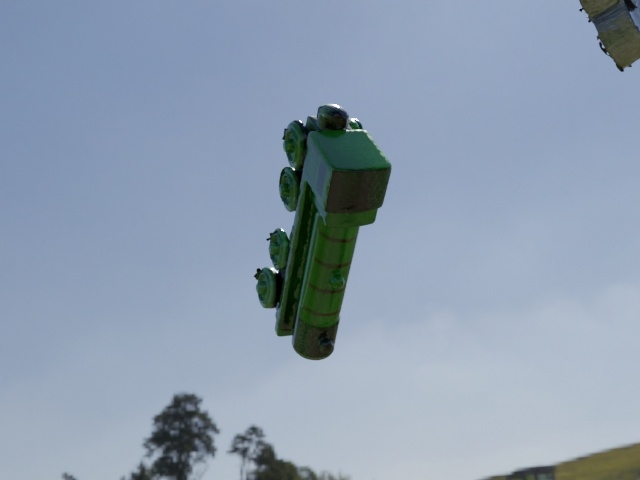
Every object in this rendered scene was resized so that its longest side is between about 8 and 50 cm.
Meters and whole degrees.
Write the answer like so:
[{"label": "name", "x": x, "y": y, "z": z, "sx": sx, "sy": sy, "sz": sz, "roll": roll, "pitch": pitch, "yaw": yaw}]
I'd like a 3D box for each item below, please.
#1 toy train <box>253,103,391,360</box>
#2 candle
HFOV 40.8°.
[{"label": "toy train", "x": 0.000, "y": 0.000, "z": 0.800, "sx": 0.085, "sy": 0.119, "sz": 0.251, "roll": -5, "pitch": -53, "yaw": -21}, {"label": "candle", "x": 0.464, "y": -0.368, "z": 1.356, "sx": 0.068, "sy": 0.192, "sz": 0.168, "roll": -27, "pitch": 3, "yaw": 36}]
